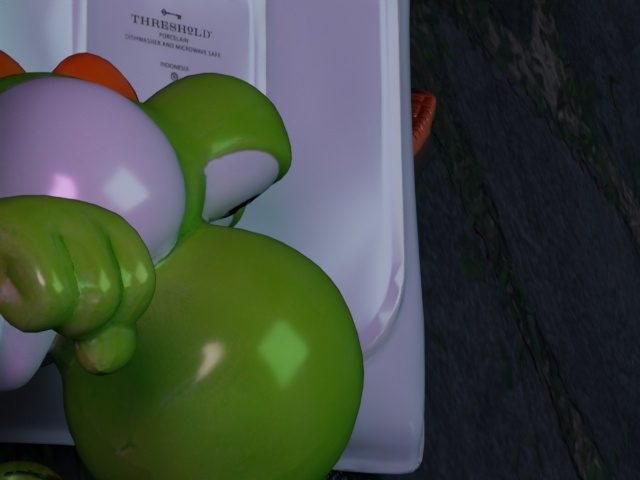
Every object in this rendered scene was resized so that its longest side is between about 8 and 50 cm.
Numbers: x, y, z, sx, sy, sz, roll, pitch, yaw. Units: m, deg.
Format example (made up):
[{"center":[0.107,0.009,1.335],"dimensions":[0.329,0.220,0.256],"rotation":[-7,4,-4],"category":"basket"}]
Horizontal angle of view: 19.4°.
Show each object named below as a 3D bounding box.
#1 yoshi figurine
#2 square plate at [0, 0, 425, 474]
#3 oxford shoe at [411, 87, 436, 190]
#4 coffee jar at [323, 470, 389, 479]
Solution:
[{"center":[-0.111,0.055,0.600],"dimensions":[0.362,0.203,0.203],"rotation":[-30,116,-44],"category":"yoshi figurine"},{"center":[-0.073,-0.080,0.814],"dimensions":[0.347,0.049,0.344],"rotation":[10,73,-40],"category":"square plate"},{"center":[0.000,0.000,1.044],"dimensions":[0.271,0.097,0.098],"rotation":[-54,140,-49],"category":"oxford shoe"},{"center":[0.006,0.152,0.943],"dimensions":[0.184,0.096,0.079],"rotation":[53,-10,-34],"category":"coffee jar"}]
